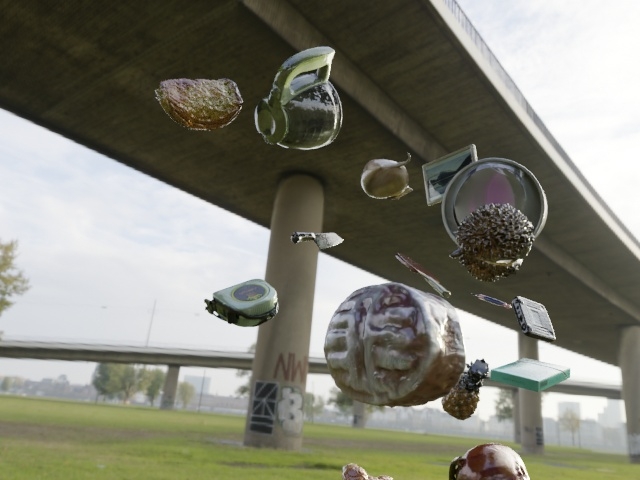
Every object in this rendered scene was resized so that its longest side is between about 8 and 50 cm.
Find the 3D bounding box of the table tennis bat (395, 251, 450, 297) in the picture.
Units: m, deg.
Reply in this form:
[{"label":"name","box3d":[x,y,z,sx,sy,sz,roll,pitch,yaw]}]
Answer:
[{"label":"table tennis bat","box3d":[0.194,0.064,0.955,0.087,0.013,0.156,28,11,-30]}]

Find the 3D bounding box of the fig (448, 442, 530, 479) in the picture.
[{"label":"fig","box3d":[0.409,0.592,1.240,0.205,0.205,0.205,5,-19,2]}]

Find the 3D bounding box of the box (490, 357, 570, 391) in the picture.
[{"label":"box","box3d":[0.683,0.432,1.660,0.229,0.041,0.162,-1,3,-41]}]

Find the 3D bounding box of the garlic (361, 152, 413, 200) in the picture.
[{"label":"garlic","box3d":[0.196,-0.204,1.578,0.148,0.128,0.266,-30,-12,0]}]

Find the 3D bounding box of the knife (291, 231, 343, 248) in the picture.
[{"label":"knife","box3d":[0.000,0.000,1.528,0.028,0.060,0.230,-44,-23,29]}]

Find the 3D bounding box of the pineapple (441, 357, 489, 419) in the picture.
[{"label":"pineapple","box3d":[0.617,0.610,2.119,0.157,0.158,0.279,12,-60,-19]}]

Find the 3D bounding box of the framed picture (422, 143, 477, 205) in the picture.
[{"label":"framed picture","box3d":[0.427,-0.213,1.681,0.015,0.150,0.203,9,-18,-41]}]

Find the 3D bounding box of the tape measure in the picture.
[{"label":"tape measure","box3d":[-0.277,0.245,1.865,0.235,0.115,0.207,-18,32,-29]}]

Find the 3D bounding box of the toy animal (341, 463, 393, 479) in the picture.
[{"label":"toy animal","box3d":[0.151,0.676,1.409,0.184,0.104,0.185,-18,-53,25]}]

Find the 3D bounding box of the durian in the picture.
[{"label":"durian","box3d":[0.376,0.006,1.151,0.196,0.196,0.167,17,20,-31]}]

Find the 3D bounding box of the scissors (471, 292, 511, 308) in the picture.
[{"label":"scissors","box3d":[0.464,0.162,1.400,0.039,0.012,0.113,22,-2,-43]}]

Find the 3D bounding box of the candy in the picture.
[{"label":"candy","box3d":[0.128,0.188,0.919,0.157,0.214,0.289,16,-18,-31]}]

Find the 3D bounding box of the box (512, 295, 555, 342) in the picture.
[{"label":"box","box3d":[0.626,0.230,1.491,0.125,0.126,0.027,17,-44,-24]}]

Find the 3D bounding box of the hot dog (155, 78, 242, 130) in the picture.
[{"label":"hot dog","box3d":[-0.382,-0.429,1.586,0.259,0.175,0.114,-11,-23,-29]}]

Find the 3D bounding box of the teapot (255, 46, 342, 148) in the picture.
[{"label":"teapot","box3d":[-0.063,-0.414,1.606,0.239,0.239,0.321,-26,-3,-42]}]

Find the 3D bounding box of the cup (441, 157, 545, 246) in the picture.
[{"label":"cup","box3d":[0.509,-0.085,1.437,0.253,0.253,0.371,-6,-2,28]}]
